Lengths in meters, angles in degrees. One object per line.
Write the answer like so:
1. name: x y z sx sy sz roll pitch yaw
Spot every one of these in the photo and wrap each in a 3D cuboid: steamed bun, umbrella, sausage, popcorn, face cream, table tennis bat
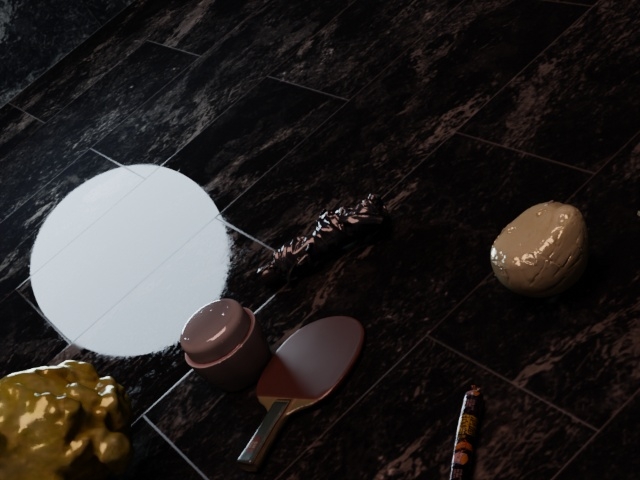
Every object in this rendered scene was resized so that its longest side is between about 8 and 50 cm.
1. steamed bun: 0.284 0.019 1.521 0.130 0.091 0.112 -46 28 -14
2. umbrella: -0.001 -0.002 1.858 0.224 0.071 0.080 -32 2 13
3. sausage: 0.165 0.241 1.387 0.028 0.025 0.198 -18 34 30
4. popcorn: -0.379 0.283 1.668 0.250 0.234 0.242 -8 6 -10
5. face cream: -0.135 0.150 1.730 0.117 0.104 0.117 -25 31 16
6. table tennis bat: -0.034 0.201 1.644 0.154 0.021 0.274 -4 40 41

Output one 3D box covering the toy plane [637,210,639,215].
1. toy plane: 0.431 -0.028 1.503 0.080 0.033 0.083 3 45 27
